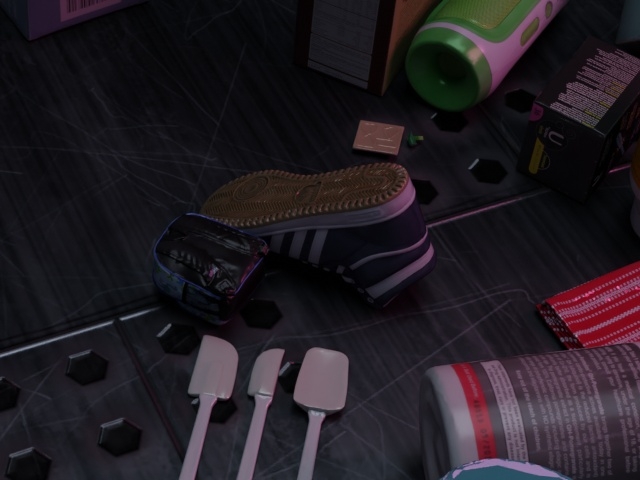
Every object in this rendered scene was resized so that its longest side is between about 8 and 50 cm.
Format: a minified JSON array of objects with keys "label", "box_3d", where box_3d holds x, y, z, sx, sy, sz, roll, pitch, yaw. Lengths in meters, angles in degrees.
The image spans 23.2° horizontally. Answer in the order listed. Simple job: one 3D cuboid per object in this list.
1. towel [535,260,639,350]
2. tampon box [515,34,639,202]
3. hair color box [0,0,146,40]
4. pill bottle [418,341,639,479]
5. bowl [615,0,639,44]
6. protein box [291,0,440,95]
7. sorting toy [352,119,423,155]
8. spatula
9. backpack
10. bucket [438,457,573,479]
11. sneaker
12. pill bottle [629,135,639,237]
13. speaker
[{"label":"towel","box_3d":[0.396,0.132,1.742,0.199,0.031,0.275,-20,52,-24]},{"label":"tampon box","box_3d":[0.331,-0.152,1.935,0.101,0.120,0.161,29,50,18]},{"label":"hair color box","box_3d":[-0.404,-0.447,2.130,0.185,0.114,0.374,-23,54,-26]},{"label":"pill bottle","box_3d":[0.268,0.195,1.555,0.318,0.176,0.176,-6,48,-7]},{"label":"bowl","box_3d":[0.529,-0.345,1.999,0.311,0.163,0.311,-6,4,0]},{"label":"protein box","box_3d":[0.070,-0.340,2.024,0.136,0.201,0.200,22,49,13]},{"label":"sorting toy","box_3d":[0.086,-0.125,1.956,0.083,0.012,0.062,10,42,7]},{"label":"spatula","box_3d":[-0.065,0.201,1.632,0.168,0.019,0.242,10,47,1]},{"label":"backpack","box_3d":[-0.128,0.033,1.734,0.114,0.084,0.105,26,51,12]},{"label":"bucket","box_3d":[0.163,0.341,1.367,0.281,0.183,0.281,17,37,-13]},{"label":"sneaker","box_3d":[0.000,0.000,1.787,0.282,0.153,0.099,-4,42,33]},{"label":"pill bottle","box_3d":[0.438,-0.103,1.817,0.136,0.246,0.136,3,46,-4]},{"label":"speaker","box_3d":[0.229,-0.294,2.054,0.131,0.131,0.296,27,50,17]}]
